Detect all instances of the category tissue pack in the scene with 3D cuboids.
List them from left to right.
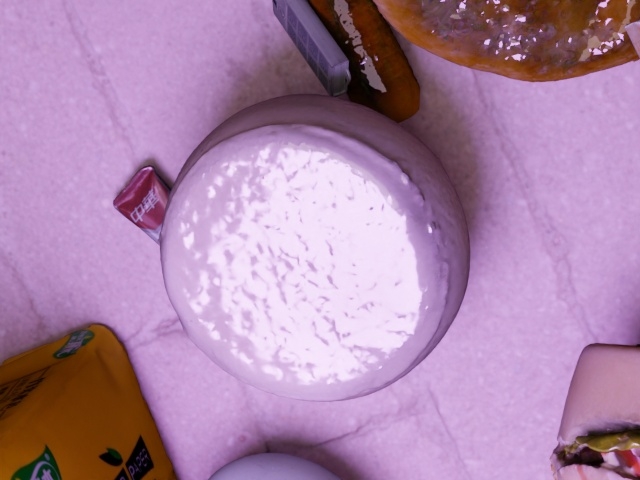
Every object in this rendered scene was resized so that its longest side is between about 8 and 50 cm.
[{"bbox_3d":[-0.280,0.286,1.600,0.228,0.382,0.293,-17,101,17],"label":"tissue pack"}]

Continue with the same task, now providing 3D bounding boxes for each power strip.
[{"bbox_3d":[-0.013,-0.190,1.573,0.019,0.051,0.136,-25,62,-15],"label":"power strip"}]

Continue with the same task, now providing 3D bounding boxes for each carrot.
[{"bbox_3d":[0.007,-0.251,1.566,0.066,0.066,0.314,-22,99,16],"label":"carrot"}]

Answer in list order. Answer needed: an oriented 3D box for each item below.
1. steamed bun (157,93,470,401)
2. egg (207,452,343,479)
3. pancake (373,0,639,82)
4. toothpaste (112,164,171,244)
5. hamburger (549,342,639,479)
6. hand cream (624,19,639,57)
[{"bbox_3d":[0.000,0.000,1.573,0.282,0.177,0.283,4,109,11],"label":"steamed bun"},{"bbox_3d":[-0.017,0.322,1.659,0.183,0.183,0.264,-36,102,18],"label":"egg"},{"bbox_3d":[0.202,-0.289,1.434,0.386,0.082,0.387,-2,130,-2],"label":"pancake"},{"bbox_3d":[-0.101,0.027,1.676,0.239,0.039,0.062,44,115,0],"label":"toothpaste"},{"bbox_3d":[0.343,0.178,1.497,0.302,0.302,0.170,6,89,10],"label":"hamburger"},{"bbox_3d":[0.350,-0.191,1.457,0.174,0.047,0.076,-19,145,17],"label":"hand cream"}]
